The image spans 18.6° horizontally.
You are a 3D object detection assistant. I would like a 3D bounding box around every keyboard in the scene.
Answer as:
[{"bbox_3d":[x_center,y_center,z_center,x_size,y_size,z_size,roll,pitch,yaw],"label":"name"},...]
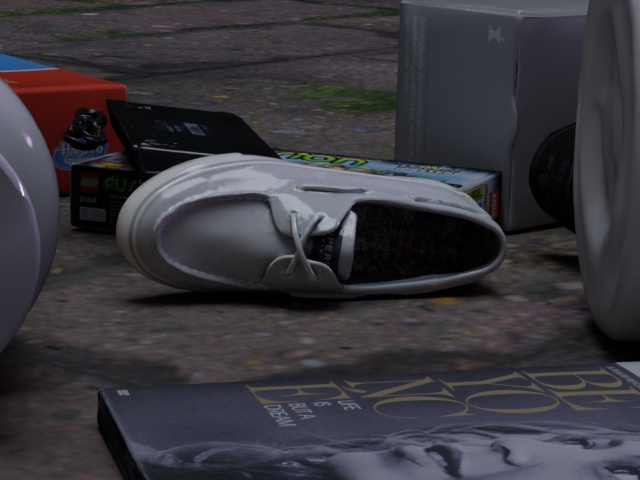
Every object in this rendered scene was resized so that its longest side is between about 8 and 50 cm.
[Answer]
[{"bbox_3d":[-0.085,-0.053,1.046,0.108,0.023,0.180,6,9,-12],"label":"keyboard"}]

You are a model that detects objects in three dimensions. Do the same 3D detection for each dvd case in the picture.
[{"bbox_3d":[0.047,0.072,0.652,0.221,0.018,0.164,-1,12,-14],"label":"dvd case"}]

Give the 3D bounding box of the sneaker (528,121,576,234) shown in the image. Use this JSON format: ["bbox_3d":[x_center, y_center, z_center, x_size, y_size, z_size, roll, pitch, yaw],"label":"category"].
[{"bbox_3d":[0.230,-0.050,1.061,0.293,0.102,0.146,-8,15,-40],"label":"sneaker"}]

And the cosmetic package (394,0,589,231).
[{"bbox_3d":[0.159,-0.084,1.162,0.238,0.127,0.107,-6,14,-39],"label":"cosmetic package"}]

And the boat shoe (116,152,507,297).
[{"bbox_3d":[0.000,0.000,0.906,0.184,0.066,0.063,7,8,-24],"label":"boat shoe"}]

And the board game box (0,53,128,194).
[{"bbox_3d":[-0.310,-0.069,1.168,0.316,0.064,0.242,-6,14,-34],"label":"board game box"}]

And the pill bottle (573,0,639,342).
[{"bbox_3d":[0.277,-0.040,0.833,0.318,0.176,0.176,1,12,-1],"label":"pill bottle"}]

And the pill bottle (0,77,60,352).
[{"bbox_3d":[-0.176,-0.019,0.764,0.136,0.136,0.246,-2,12,-16],"label":"pill bottle"}]

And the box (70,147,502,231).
[{"bbox_3d":[-0.018,-0.022,1.054,0.207,0.036,0.114,6,12,22],"label":"box"}]
